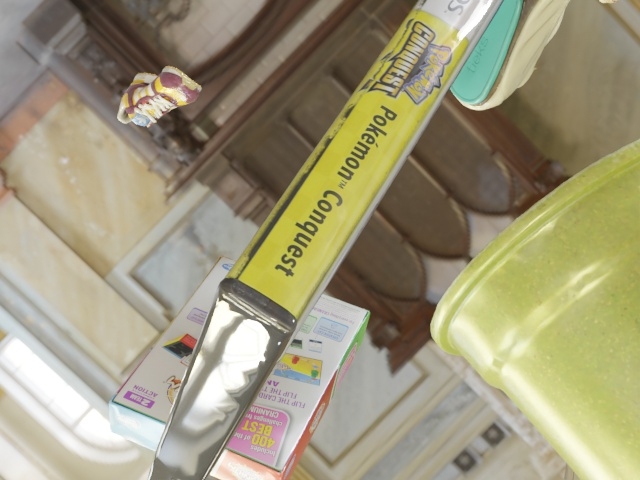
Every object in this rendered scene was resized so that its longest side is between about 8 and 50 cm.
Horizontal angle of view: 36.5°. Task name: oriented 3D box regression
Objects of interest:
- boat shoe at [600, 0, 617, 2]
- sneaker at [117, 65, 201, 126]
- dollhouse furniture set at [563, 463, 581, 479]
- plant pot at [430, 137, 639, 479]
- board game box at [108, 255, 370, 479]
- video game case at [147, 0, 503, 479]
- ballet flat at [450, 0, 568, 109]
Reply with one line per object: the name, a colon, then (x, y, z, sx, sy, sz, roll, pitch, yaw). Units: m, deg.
boat shoe: (0.435, -0.406, 1.379, 0.063, 0.059, 0.170, -44, 148, -28)
sneaker: (-0.248, -0.211, 1.480, 0.185, 0.069, 0.084, 4, -117, 57)
dollhouse furniture set: (0.444, 0.428, 1.399, 0.362, 0.394, 0.256, 2, -150, 20)
plant pot: (0.259, 0.098, 0.679, 0.276, 0.254, 0.276, -24, 154, -13)
board game box: (-0.100, 0.172, 1.313, 0.316, 0.242, 0.064, -56, 161, -47)
video game case: (0.000, 0.000, 0.522, 0.248, 0.035, 0.275, -57, 178, -32)
ballet flat: (0.172, -0.210, 0.751, 0.086, 0.086, 0.248, -53, 170, -47)
